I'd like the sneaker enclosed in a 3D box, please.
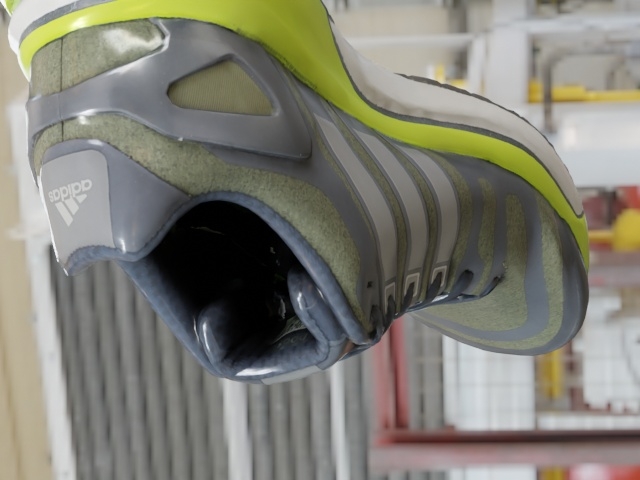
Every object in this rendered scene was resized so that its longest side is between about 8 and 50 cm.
[{"bbox_3d":[0.000,0.000,0.589,0.300,0.111,0.121,26,-125,-45],"label":"sneaker"}]
